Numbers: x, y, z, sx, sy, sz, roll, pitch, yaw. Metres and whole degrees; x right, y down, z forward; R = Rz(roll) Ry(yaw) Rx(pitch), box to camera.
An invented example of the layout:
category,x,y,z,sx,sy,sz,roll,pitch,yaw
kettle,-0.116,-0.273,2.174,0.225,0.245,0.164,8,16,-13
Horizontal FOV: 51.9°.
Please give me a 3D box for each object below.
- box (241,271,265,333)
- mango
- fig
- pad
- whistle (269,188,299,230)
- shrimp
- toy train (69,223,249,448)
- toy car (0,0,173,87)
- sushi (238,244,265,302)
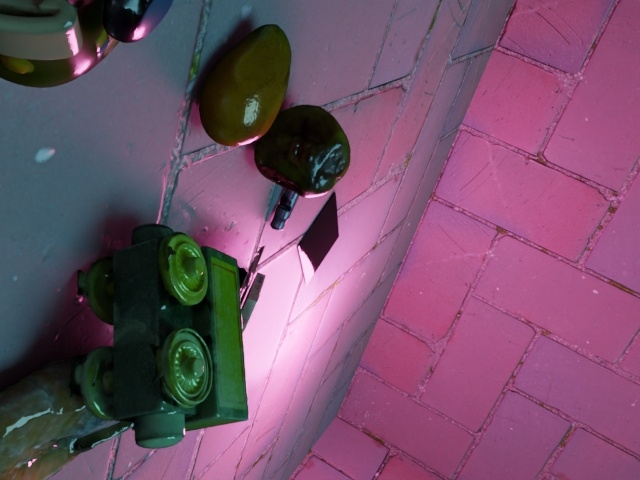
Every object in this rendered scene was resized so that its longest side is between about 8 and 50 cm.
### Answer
category,x,y,z,sx,sy,sz,roll,pitch,yaw
box,-0.138,0.126,1.269,0.167,0.024,0.090,-87,-159,-76
mango,-0.094,-0.197,0.860,0.165,0.089,0.115,-59,155,-22
fig,-0.023,-0.150,1.069,0.154,0.144,0.166,-33,-158,27
pad,0.000,0.000,1.635,0.170,0.006,0.245,-56,163,-19
whistle,-0.050,-0.100,1.258,0.177,0.033,0.033,-65,164,8
shrimp,-0.310,0.236,0.876,0.221,0.110,0.445,-61,162,17
toy train,-0.185,0.116,0.808,0.188,0.159,0.272,35,44,-59
toy car,-0.171,-0.219,0.457,0.248,0.204,0.198,-56,-173,-15
sushi,-0.166,0.117,1.093,0.290,0.050,0.264,-123,-125,-87
